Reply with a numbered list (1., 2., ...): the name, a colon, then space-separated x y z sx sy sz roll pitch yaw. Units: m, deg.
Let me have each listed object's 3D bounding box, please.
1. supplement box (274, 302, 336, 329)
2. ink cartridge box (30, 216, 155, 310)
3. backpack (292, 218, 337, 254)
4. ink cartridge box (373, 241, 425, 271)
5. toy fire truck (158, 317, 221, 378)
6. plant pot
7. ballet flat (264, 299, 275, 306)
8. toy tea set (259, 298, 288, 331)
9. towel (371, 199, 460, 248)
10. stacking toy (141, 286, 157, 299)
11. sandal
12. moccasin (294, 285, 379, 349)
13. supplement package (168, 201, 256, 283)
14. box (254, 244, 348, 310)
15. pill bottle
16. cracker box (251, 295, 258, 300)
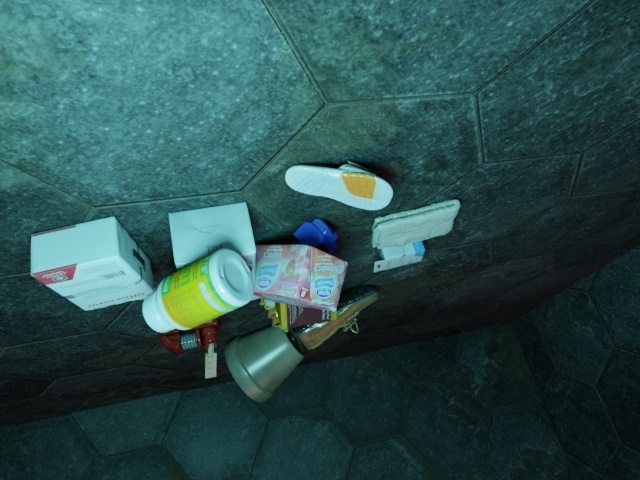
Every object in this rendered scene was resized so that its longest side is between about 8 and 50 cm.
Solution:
1. supplement box: -0.053 0.176 1.645 0.194 0.129 0.191 -9 128 -12
2. ink cartridge box: -0.563 0.068 1.231 0.196 0.114 0.273 -13 155 -6
3. backpack: 0.000 0.000 1.423 0.101 0.098 0.120 -40 149 8
4. ink cartridge box: 0.269 0.050 1.722 0.181 0.062 0.104 -14 155 -3
5. toy fire truck: -0.469 0.381 1.795 0.217 0.246 0.158 -12 155 -7
6. plant pot: -0.235 0.526 2.228 0.280 0.323 0.323 -36 153 6
7. ballet flat: -0.094 0.166 1.753 0.248 0.086 0.086 -21 156 -2
8. toy tea set: -0.125 0.300 1.962 0.200 0.124 0.336 -13 156 -4
9. towel: 0.300 -0.046 1.552 0.282 0.049 0.187 -14 156 -1
10. stacking toy: -0.541 0.174 1.548 0.167 0.052 0.221 -29 151 28
11. sandal: 0.049 -0.151 1.171 0.265 0.076 0.102 13 134 -10
12. moccasin: 0.082 0.322 2.012 0.380 0.139 0.147 -36 111 -5
13. supplement package: -0.274 0.026 1.261 0.194 0.149 0.203 -9 154 -12
14. box: -0.089 0.099 1.362 0.154 0.142 0.300 26 163 -38
15. pill bottle: -0.287 0.125 1.119 0.245 0.136 0.136 -26 154 23
16. cracker box: -0.294 0.163 1.645 0.232 0.067 0.156 -18 155 5
